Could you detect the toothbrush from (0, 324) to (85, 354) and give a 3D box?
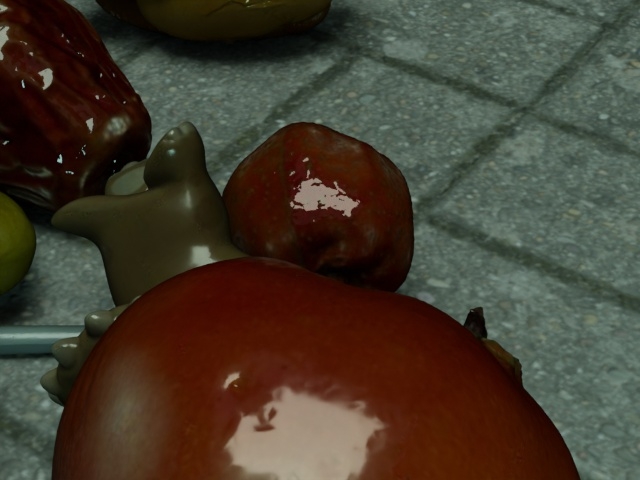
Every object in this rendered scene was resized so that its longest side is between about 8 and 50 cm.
[{"bbox_3d":[-0.191,0.083,1.061,0.342,0.025,0.030,1,44,1],"label":"toothbrush"}]

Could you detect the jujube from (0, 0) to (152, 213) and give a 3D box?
[{"bbox_3d":[-0.287,-0.144,1.216,0.290,0.197,0.197,37,51,17],"label":"jujube"}]

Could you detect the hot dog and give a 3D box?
[{"bbox_3d":[-0.108,-0.274,1.431,0.326,0.107,0.194,4,30,20],"label":"hot dog"}]

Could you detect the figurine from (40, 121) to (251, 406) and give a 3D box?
[{"bbox_3d":[-0.126,0.062,0.956,0.173,0.177,0.247,-26,91,-26],"label":"figurine"}]

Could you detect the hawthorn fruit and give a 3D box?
[{"bbox_3d":[0.000,0.000,1.054,0.157,0.157,0.194,-5,34,-5],"label":"hawthorn fruit"}]

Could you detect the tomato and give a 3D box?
[{"bbox_3d":[-0.010,0.176,0.732,0.322,0.321,0.321,0,40,0],"label":"tomato"}]

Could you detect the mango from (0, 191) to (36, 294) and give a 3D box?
[{"bbox_3d":[-0.347,-0.007,1.110,0.237,0.091,0.137,9,17,20],"label":"mango"}]
